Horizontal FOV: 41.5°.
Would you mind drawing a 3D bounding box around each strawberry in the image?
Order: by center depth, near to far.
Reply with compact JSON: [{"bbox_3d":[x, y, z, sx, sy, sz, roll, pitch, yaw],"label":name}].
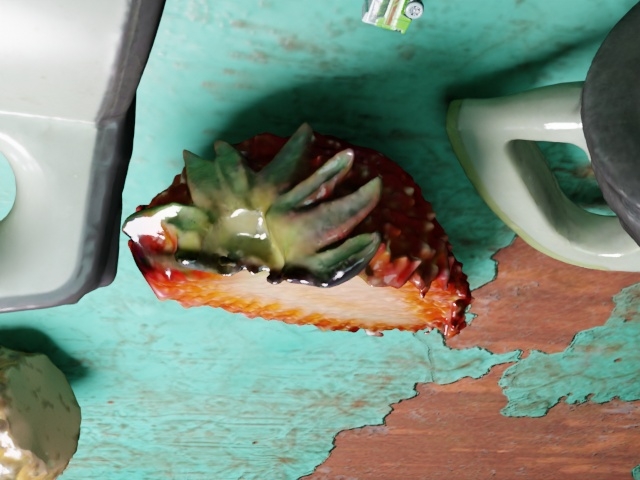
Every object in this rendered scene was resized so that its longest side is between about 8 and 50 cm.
[{"bbox_3d":[0.000,0.000,0.675,0.234,0.137,0.306,-2,167,21],"label":"strawberry"}]

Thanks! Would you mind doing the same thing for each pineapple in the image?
[{"bbox_3d":[-0.379,0.210,0.805,0.310,0.141,0.170,-20,100,18],"label":"pineapple"}]

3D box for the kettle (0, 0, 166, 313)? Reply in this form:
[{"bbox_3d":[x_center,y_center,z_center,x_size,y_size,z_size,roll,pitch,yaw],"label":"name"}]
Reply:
[{"bbox_3d":[-0.256,-0.130,0.340,0.377,0.250,0.361,7,97,-20],"label":"kettle"}]

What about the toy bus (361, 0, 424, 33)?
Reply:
[{"bbox_3d":[0.055,-0.175,0.540,0.037,0.031,0.083,13,134,-8],"label":"toy bus"}]

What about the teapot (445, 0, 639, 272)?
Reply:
[{"bbox_3d":[0.281,-0.029,0.580,0.322,0.239,0.239,-22,138,14],"label":"teapot"}]
